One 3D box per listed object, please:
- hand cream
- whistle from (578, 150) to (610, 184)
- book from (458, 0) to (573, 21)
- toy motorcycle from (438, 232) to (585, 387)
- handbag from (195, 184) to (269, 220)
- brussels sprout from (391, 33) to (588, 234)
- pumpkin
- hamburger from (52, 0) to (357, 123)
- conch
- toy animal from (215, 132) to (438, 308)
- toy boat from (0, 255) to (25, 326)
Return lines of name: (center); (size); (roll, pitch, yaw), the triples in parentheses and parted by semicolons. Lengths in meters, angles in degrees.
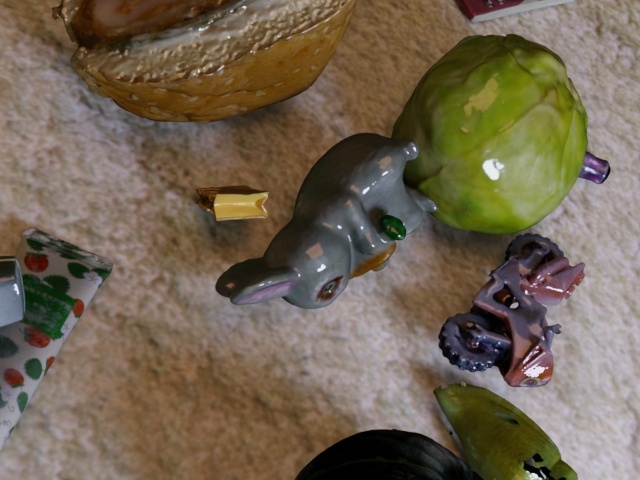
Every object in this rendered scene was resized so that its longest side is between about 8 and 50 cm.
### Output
hand cream: (-0.280, 0.101, 1.486); (0.095, 0.059, 0.276); (23, 50, -2)
whistle: (0.243, -0.107, 1.821); (0.176, 0.033, 0.033); (22, 54, -6)
book: (0.198, -0.372, 1.978); (0.162, 0.022, 0.232); (-15, 66, -28)
toy motorcycle: (0.209, 0.077, 1.664); (0.118, 0.084, 0.212); (33, 49, 12)
handbag: (-0.089, -0.039, 1.630); (0.061, 0.083, 0.027); (-3, 99, -20)
brussels sprout: (0.185, -0.111, 1.716); (0.223, 0.161, 0.223); (1, 87, -15)
pumpkin: (0.088, 0.275, 1.418); (0.250, 0.216, 0.250); (39, 26, -23)
hamburger: (-0.085, -0.220, 1.678); (0.330, 0.209, 0.162); (-25, 72, 1)
conch: (0.194, 0.217, 1.579); (0.095, 0.079, 0.201); (1, 48, -41)
toy animal: (-0.001, 0.001, 1.628); (0.251, 0.127, 0.125); (-42, 98, -23)
toy boat: (-0.396, 0.059, 1.446); (0.260, 0.078, 0.085); (-10, 29, -11)
